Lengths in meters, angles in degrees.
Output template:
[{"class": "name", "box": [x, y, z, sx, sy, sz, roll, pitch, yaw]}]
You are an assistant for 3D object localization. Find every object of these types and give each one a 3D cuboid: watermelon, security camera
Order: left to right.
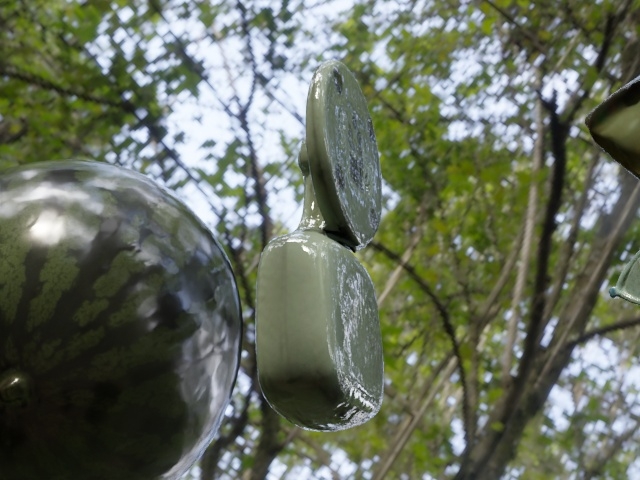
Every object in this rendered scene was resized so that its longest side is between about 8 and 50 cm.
[{"class": "watermelon", "box": [-0.144, 0.056, 0.674, 0.212, 0.212, 0.212, 22, -41, 20]}, {"class": "security camera", "box": [0.000, 0.000, 0.954, 0.080, 0.301, 0.157, -6, -23, 20]}]

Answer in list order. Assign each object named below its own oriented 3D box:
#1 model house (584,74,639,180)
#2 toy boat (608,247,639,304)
[{"class": "model house", "box": [0.305, -0.011, 0.564, 0.268, 0.173, 0.239, 44, 8, 33]}, {"class": "toy boat", "box": [0.343, 0.014, 1.097, 0.173, 0.059, 0.069, -34, -120, 38]}]
